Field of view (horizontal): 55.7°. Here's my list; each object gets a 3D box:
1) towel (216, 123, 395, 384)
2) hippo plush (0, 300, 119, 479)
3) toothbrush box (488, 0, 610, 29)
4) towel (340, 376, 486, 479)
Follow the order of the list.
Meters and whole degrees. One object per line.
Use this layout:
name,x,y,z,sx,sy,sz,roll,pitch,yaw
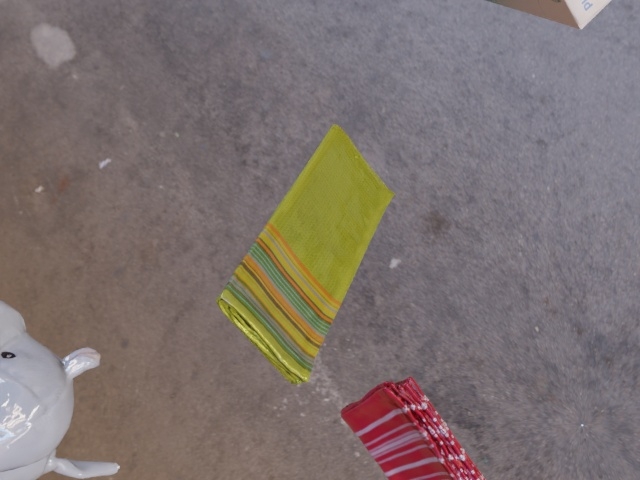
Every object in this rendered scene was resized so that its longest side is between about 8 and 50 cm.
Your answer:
towel,0.000,0.000,0.527,0.021,0.102,0.237,-16,33,40
hippo plush,-0.334,0.174,0.542,0.294,0.234,0.236,49,139,-4
toothbrush box,0.227,-0.405,0.740,0.126,0.216,0.295,-44,34,9
towel,0.128,0.279,0.656,0.031,0.199,0.274,-31,78,-25
